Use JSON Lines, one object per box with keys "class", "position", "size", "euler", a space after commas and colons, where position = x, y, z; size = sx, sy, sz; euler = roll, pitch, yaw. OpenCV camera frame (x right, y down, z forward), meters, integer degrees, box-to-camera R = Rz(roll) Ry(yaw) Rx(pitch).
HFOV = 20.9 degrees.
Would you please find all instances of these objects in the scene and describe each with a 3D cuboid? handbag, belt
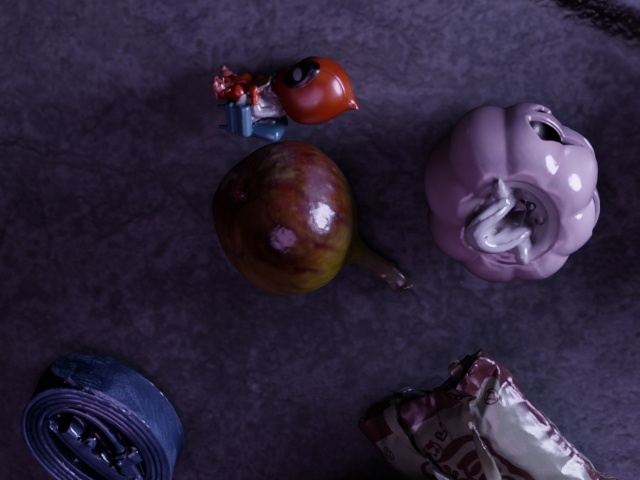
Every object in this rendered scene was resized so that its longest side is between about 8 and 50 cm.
{"class": "handbag", "position": [0.184, 0.234, 1.854], "size": [0.235, 0.127, 0.213], "euler": [48, 130, -8]}
{"class": "belt", "position": [-0.241, 0.209, 1.913], "size": [0.190, 0.082, 0.141], "euler": [42, 116, -15]}

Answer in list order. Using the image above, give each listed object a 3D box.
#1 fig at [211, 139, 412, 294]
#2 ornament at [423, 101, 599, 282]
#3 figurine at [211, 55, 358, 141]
{"class": "fig", "position": [-0.014, 0.007, 1.761], "size": [0.143, 0.160, 0.231], "euler": [-43, 128, -14]}
{"class": "ornament", "position": [0.187, -0.043, 1.692], "size": [0.177, 0.177, 0.177], "euler": [3, 117, 5]}
{"class": "figurine", "position": [-0.033, -0.141, 1.721], "size": [0.140, 0.068, 0.075], "euler": [-4, 113, 11]}
